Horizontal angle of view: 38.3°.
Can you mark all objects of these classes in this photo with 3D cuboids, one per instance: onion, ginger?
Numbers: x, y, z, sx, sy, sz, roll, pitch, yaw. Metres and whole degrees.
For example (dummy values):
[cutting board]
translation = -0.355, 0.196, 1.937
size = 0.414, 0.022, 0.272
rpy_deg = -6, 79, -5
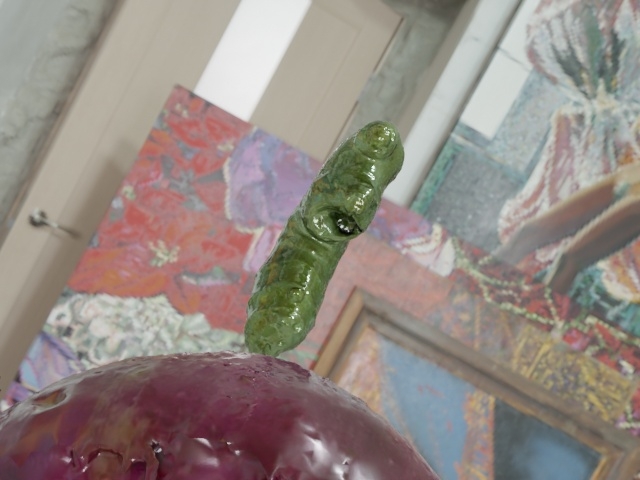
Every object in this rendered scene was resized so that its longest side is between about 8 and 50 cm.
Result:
[onion]
translation = -0.058, 0.241, 0.533
size = 0.358, 0.358, 0.345
rpy_deg = 32, 15, 29
[ginger]
translation = 0.001, -0.005, 0.970
size = 0.089, 0.290, 0.137
rpy_deg = 40, -12, -23
